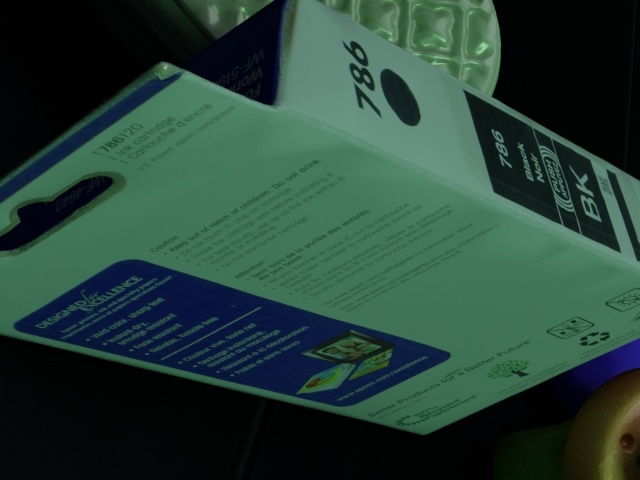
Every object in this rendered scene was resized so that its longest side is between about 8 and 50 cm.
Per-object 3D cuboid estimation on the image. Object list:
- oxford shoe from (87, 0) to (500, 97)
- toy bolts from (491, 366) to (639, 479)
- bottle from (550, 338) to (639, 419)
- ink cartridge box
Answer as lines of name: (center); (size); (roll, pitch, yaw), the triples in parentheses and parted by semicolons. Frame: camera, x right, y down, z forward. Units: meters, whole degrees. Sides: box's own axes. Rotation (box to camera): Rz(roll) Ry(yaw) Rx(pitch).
oxford shoe: (-0.094, -0.204, 0.620); (0.449, 0.169, 0.130); (52, -12, -1)
toy bolts: (0.237, 0.142, 0.682); (0.228, 0.158, 0.218); (-22, 91, -21)
bottle: (0.243, 0.160, 0.827); (0.283, 0.092, 0.118); (58, 36, -5)
ink cartridge box: (0.000, 0.000, 0.539); (0.333, 0.165, 0.065); (20, 50, -49)
